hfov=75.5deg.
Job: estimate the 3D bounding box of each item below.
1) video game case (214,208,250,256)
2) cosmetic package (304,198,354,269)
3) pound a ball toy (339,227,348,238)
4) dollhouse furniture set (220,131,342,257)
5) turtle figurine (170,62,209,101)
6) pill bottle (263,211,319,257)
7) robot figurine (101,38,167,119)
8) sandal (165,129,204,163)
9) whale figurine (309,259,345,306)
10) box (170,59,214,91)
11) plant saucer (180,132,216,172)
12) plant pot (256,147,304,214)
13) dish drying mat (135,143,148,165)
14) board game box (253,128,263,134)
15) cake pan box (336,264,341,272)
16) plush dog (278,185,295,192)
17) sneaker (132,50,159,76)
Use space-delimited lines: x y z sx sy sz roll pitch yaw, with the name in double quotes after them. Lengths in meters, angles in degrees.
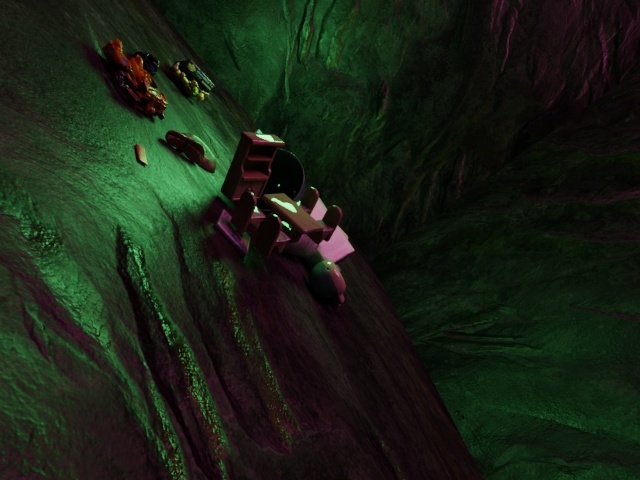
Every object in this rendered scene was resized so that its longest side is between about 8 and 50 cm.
-0.298 -0.028 1.418 0.143 0.019 0.157 50 9 -20 "video game case"
-0.023 -0.036 2.053 0.365 0.197 0.155 57 -35 9 "cosmetic package"
0.017 -0.028 2.270 0.319 0.136 0.208 48 -15 5 "pound a ball toy"
-0.145 -0.178 1.494 0.394 0.256 0.362 41 30 24 "dollhouse furniture set"
-0.674 -0.793 2.132 0.217 0.087 0.269 46 0 -12 "turtle figurine"
-0.125 -0.026 1.799 0.160 0.160 0.283 58 11 24 "pill bottle"
-0.644 -0.559 1.455 0.290 0.085 0.211 56 11 16 "robot figurine"
-0.494 -0.347 1.509 0.049 0.072 0.180 34 0 37 "sandal"
0.029 0.212 1.873 0.271 0.141 0.216 81 -18 -53 "whale figurine"
-0.683 -0.874 2.208 0.220 0.051 0.175 24 -15 47 "box"
-0.482 -0.360 1.663 0.198 0.036 0.198 52 10 -13 "plant saucer"
-0.197 -0.227 1.851 0.292 0.293 0.235 57 -3 19 "plant pot"
-0.516 -0.247 1.192 0.032 0.008 0.083 40 17 -51 "dish drying mat"
-0.347 -0.522 2.544 0.275 0.142 0.144 50 10 -19 "board game box"
0.005 0.103 2.234 0.245 0.070 0.267 50 10 0 "cake pan box"
-0.210 -0.238 2.221 0.225 0.211 0.262 63 29 -46 "plush dog"
-0.720 -0.743 1.724 0.081 0.091 0.232 42 15 -49 "sneaker"
